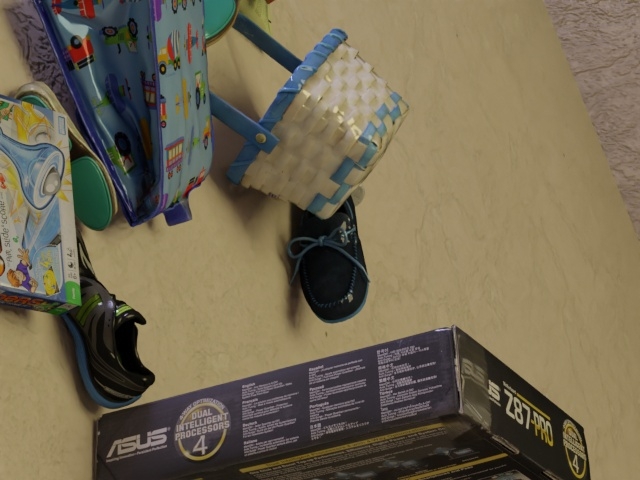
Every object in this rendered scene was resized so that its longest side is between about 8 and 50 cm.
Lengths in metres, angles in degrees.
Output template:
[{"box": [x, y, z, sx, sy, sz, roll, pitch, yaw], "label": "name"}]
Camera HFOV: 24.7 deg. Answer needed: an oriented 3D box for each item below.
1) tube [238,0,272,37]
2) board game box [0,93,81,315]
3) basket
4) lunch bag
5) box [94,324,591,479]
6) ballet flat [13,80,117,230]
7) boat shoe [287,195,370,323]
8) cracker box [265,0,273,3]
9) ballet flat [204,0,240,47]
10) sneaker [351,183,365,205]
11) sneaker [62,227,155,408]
[{"box": [-0.121, -0.341, 1.949, 0.070, 0.062, 0.240, -58, 148, -1], "label": "tube"}, {"box": [-0.291, -0.038, 1.353, 0.136, 0.035, 0.201, 15, 59, -46], "label": "board game box"}, {"box": [-0.051, -0.173, 1.830, 0.289, 0.201, 0.255, 41, 30, 0], "label": "basket"}, {"box": [-0.182, -0.160, 1.595, 0.221, 0.138, 0.293, -57, 135, -73], "label": "lunch bag"}, {"box": [0.027, 0.220, 1.444, 0.318, 0.395, 0.097, 35, 44, -52], "label": "box"}, {"box": [-0.252, -0.089, 1.486, 0.052, 0.057, 0.168, -82, 148, -66], "label": "ballet flat"}, {"box": [0.000, 0.000, 1.919, 0.258, 0.109, 0.089, -104, 174, -50], "label": "boat shoe"}, {"box": [-0.101, -0.445, 1.973, 0.155, 0.067, 0.232, 50, 14, -39], "label": "cracker box"}, {"box": [-0.134, -0.300, 1.786, 0.080, 0.073, 0.232, 35, 53, -12], "label": "ballet flat"}, {"box": [0.001, -0.107, 2.060, 0.158, 0.061, 0.065, 52, 4, -39], "label": "sneaker"}, {"box": [-0.212, 0.069, 1.423, 0.067, 0.078, 0.188, -15, 80, -65], "label": "sneaker"}]
